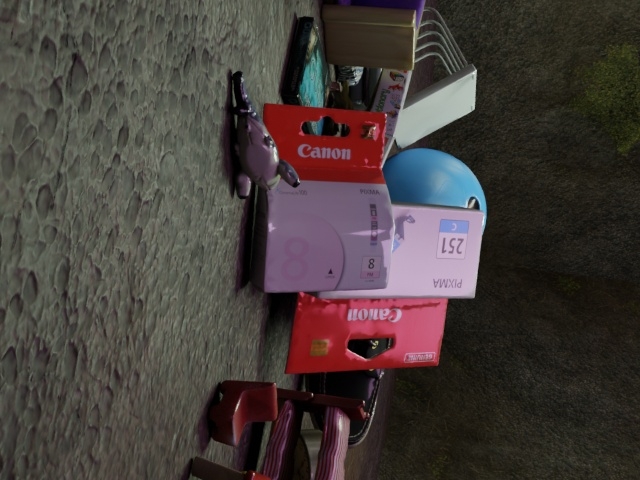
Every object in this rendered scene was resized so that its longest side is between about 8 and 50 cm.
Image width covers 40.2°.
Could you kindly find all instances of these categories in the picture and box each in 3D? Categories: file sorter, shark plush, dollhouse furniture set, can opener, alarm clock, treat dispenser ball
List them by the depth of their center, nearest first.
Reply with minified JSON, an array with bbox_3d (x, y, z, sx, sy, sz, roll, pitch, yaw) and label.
[{"bbox_3d":[-0.084,-0.116,0.998,0.067,0.073,0.161,-100,165,-50],"label":"shark plush"},{"bbox_3d":[-0.039,0.284,1.134,0.374,0.152,0.201,67,31,-69],"label":"dollhouse furniture set"},{"bbox_3d":[-0.012,0.372,1.376,0.192,0.064,0.129,-146,-117,-66],"label":"alarm clock"},{"bbox_3d":[0.088,-0.278,1.667,0.093,0.074,0.280,-59,154,-64],"label":"can opener"},{"bbox_3d":[0.202,-0.338,1.842,0.173,0.192,0.277,63,5,11],"label":"file sorter"},{"bbox_3d":[0.226,-0.063,1.961,0.288,0.288,0.288,7,90,-80],"label":"treat dispenser ball"}]

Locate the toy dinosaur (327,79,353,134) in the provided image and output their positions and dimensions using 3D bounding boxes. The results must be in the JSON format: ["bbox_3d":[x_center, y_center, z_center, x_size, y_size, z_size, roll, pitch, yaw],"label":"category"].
[{"bbox_3d":[0.041,-0.229,1.510,0.183,0.053,0.093,-3,99,-79],"label":"toy dinosaur"}]

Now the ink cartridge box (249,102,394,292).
[{"bbox_3d":[0.009,-0.051,1.126,0.066,0.189,0.232,29,-65,58],"label":"ink cartridge box"}]

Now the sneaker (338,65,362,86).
[{"bbox_3d":[0.054,-0.300,1.540,0.135,0.052,0.058,-12,113,-78],"label":"sneaker"}]

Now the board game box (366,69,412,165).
[{"bbox_3d":[0.075,-0.135,1.514,0.305,0.053,0.193,111,-3,-46],"label":"board game box"}]

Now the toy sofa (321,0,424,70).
[{"bbox_3d":[0.111,-0.466,1.464,0.177,0.150,0.363,86,15,-50],"label":"toy sofa"}]

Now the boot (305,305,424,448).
[{"bbox_3d":[0.081,0.148,1.488,0.284,0.138,0.377,125,-21,-66],"label":"boot"}]

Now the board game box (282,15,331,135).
[{"bbox_3d":[-0.017,-0.221,1.272,0.186,0.026,0.126,67,32,-70],"label":"board game box"}]

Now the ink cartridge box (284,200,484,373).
[{"bbox_3d":[0.100,0.073,1.284,0.066,0.296,0.261,16,-78,55],"label":"ink cartridge box"}]
